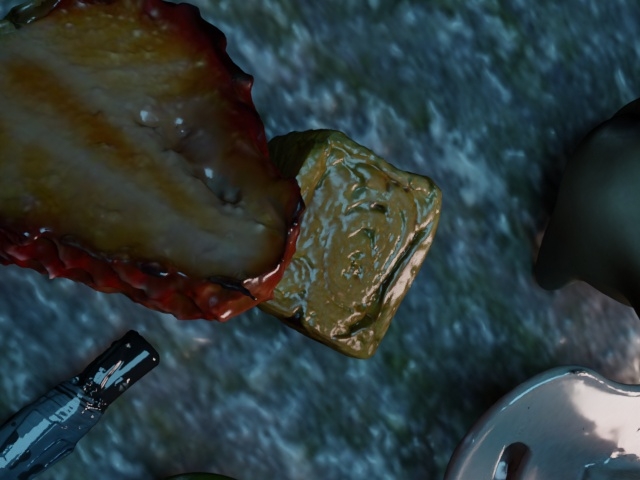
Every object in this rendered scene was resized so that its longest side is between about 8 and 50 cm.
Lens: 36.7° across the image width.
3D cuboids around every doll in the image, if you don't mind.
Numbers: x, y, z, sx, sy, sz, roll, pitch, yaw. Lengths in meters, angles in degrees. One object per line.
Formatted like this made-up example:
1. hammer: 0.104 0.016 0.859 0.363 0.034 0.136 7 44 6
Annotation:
1. doll: 0.383 -0.073 0.889 0.370 0.215 0.226 -21 115 -21

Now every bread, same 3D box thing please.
1. bread: 0.000 0.000 0.784 0.149 0.143 0.158 24 87 -20

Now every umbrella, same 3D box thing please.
1. umbrella: -0.229 0.162 0.746 0.250 0.052 0.053 -38 103 -15

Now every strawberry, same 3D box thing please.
1. strawberry: -0.141 -0.057 0.699 0.280 0.150 0.253 20 52 1

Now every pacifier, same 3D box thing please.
1. pacifier: 0.265 0.228 0.855 0.332 0.273 0.220 4 74 -22

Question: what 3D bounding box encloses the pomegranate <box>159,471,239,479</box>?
1. pomegranate: -0.080 0.269 0.773 0.220 0.156 0.156 31 79 -50
